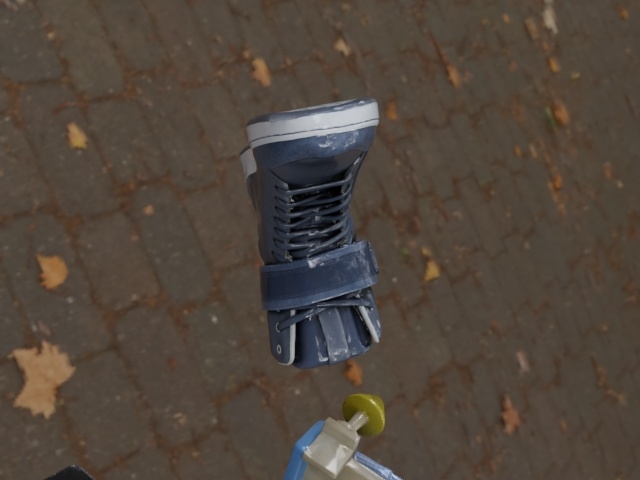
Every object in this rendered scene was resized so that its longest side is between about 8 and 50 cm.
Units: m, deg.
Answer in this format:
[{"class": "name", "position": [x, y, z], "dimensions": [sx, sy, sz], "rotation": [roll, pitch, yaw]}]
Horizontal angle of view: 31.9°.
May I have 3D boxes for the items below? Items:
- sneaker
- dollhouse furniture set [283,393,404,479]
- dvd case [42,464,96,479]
[{"class": "sneaker", "position": [0.002, 0.000, 0.724], "dimensions": [0.226, 0.086, 0.163], "rotation": [141, -61, -81]}, {"class": "dollhouse furniture set", "position": [0.116, 0.304, 1.070], "dimensions": [0.198, 0.286, 0.303], "rotation": [-36, 148, -50]}, {"class": "dvd case", "position": [-0.049, 0.233, 0.484], "dimensions": [0.030, 0.179, 0.238], "rotation": [-26, 120, -32]}]
